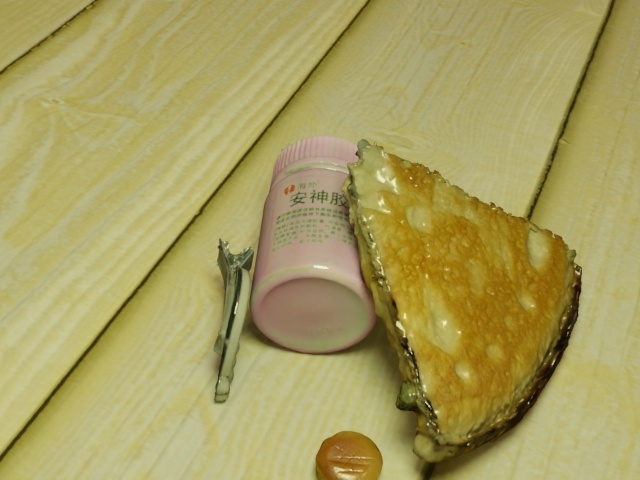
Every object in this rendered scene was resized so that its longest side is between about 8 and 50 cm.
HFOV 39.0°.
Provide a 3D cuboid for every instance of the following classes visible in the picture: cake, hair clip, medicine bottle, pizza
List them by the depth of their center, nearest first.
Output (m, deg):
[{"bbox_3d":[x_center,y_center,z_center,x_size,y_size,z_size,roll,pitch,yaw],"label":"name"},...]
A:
[{"bbox_3d":[0.034,0.276,1.116,0.084,0.044,0.084,4,46,-4],"label":"cake"},{"bbox_3d":[0.191,0.110,1.195,0.435,0.080,0.391,23,57,-25],"label":"pizza"},{"bbox_3d":[-0.123,0.092,1.218,0.054,0.140,0.220,11,42,-10],"label":"hair clip"},{"bbox_3d":[0.000,0.000,1.301,0.178,0.178,0.290,7,44,0],"label":"medicine bottle"}]
